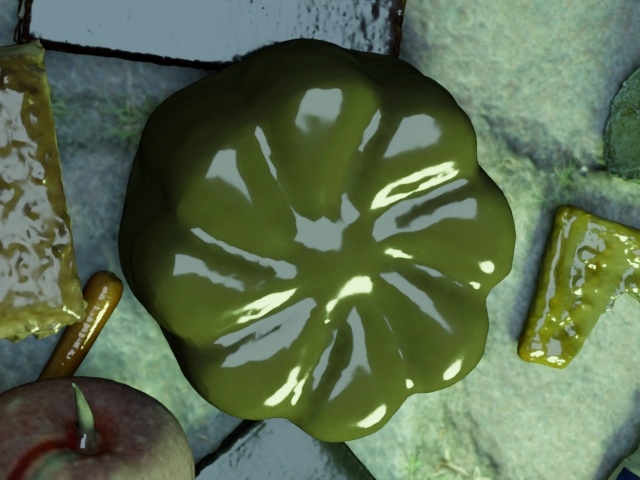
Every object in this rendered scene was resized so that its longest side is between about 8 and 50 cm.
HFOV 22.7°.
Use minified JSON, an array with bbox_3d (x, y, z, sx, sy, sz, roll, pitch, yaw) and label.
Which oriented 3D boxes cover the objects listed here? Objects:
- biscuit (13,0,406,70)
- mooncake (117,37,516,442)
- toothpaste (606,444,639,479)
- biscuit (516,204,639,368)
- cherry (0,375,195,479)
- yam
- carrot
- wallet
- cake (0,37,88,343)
[{"bbox_3d":[-0.100,-0.219,1.566,0.388,0.073,0.107,6,94,-16],"label":"biscuit"},{"bbox_3d":[0.000,0.000,1.510,0.378,0.201,0.378,-4,108,-13],"label":"mooncake"},{"bbox_3d":[0.327,0.329,1.737,0.096,0.061,0.266,21,95,-16],"label":"toothpaste"},{"bbox_3d":[0.312,0.061,1.714,0.183,0.039,0.174,12,90,-14],"label":"biscuit"},{"bbox_3d":[-0.235,0.234,1.491,0.236,0.213,0.285,3,124,-7],"label":"cherry"},{"bbox_3d":[0.442,-0.109,1.682,0.254,0.154,0.154,14,91,-13],"label":"yam"},{"bbox_3d":[-0.251,0.114,1.572,0.037,0.037,0.190,31,88,-15],"label":"carrot"},{"bbox_3d":[0.008,0.318,1.653,0.170,0.044,0.321,-41,100,-9],"label":"wallet"},{"bbox_3d":[-0.355,-0.032,1.407,0.256,0.290,0.282,-10,100,-12],"label":"cake"}]
